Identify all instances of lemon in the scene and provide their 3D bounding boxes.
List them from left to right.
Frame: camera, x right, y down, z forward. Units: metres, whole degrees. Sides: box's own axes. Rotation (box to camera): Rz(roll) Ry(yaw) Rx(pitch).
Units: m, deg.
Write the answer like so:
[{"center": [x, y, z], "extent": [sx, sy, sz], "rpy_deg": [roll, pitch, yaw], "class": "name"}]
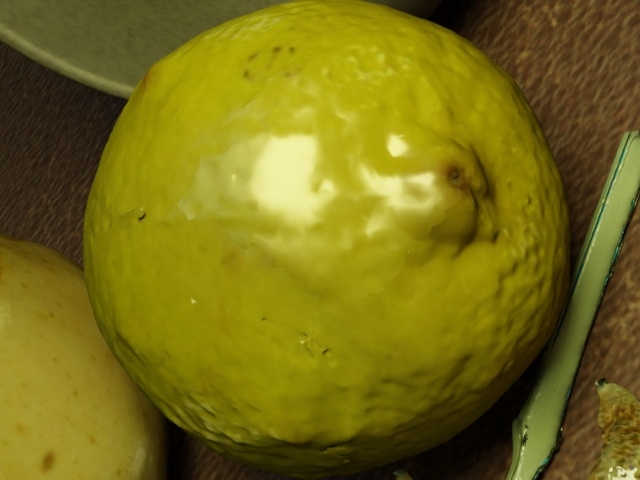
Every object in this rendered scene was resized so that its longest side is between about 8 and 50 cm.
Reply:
[{"center": [0.001, -0.001, 0.889], "extent": [0.260, 0.260, 0.284], "rpy_deg": [-61, 25, 2], "class": "lemon"}]

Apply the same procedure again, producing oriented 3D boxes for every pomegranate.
[{"center": [-0.267, 0.143, 1.062], "extent": [0.342, 0.342, 0.342], "rpy_deg": [-30, 47, 37], "class": "pomegranate"}]

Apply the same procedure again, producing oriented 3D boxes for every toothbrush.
[{"center": [0.122, 0.074, 0.894], "extent": [0.294, 0.026, 0.028], "rpy_deg": [-67, 21, -6], "class": "toothbrush"}]

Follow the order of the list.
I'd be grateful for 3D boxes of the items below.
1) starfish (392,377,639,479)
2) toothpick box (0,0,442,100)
[{"center": [0.132, 0.135, 0.768], "extent": [0.236, 0.062, 0.277], "rpy_deg": [-38, 18, -16], "class": "starfish"}, {"center": [-0.050, -0.328, 1.053], "extent": [0.409, 0.409, 0.425], "rpy_deg": [-12, 51, 47], "class": "toothpick box"}]
